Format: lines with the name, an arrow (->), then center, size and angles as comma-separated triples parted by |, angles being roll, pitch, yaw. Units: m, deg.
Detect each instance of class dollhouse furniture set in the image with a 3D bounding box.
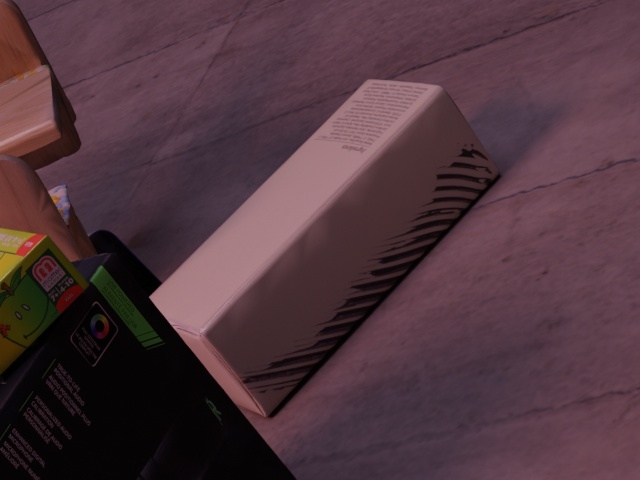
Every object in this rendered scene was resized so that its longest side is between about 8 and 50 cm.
dollhouse furniture set -> -0.406, -0.061, 1.540 | 0.394, 0.256, 0.362 | -24, 29, 2

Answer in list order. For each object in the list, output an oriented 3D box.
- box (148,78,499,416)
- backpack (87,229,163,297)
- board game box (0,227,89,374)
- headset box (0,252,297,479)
box -> 0.000, 0.000, 1.462 | 0.275, 0.094, 0.113 | -45, 27, -17
backpack -> -0.186, 0.057, 1.572 | 0.084, 0.114, 0.105 | -17, 33, 35
board game box -> -0.228, 0.070, 1.120 | 0.181, 0.043, 0.092 | -47, 27, -21
headset box -> -0.155, 0.183, 1.178 | 0.131, 0.246, 0.283 | -13, 33, 40
